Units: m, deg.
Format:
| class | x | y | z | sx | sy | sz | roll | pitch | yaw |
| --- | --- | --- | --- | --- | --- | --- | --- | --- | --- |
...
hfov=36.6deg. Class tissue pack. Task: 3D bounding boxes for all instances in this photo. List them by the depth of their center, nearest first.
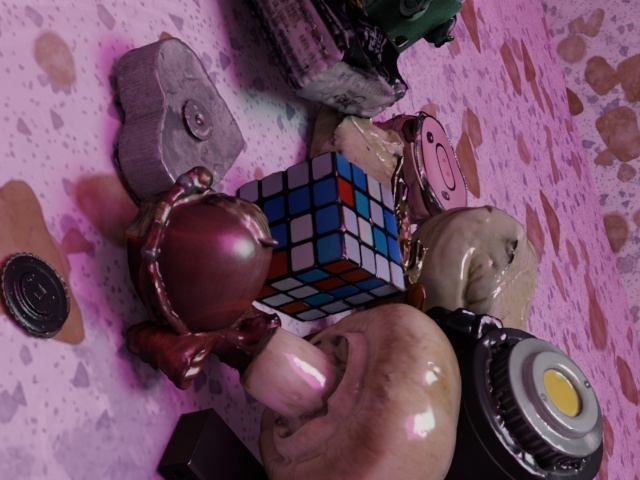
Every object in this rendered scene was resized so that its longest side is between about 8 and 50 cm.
| class | x | y | z | sx | sy | sz | roll | pitch | yaw |
| --- | --- | --- | --- | --- | --- | --- | --- | --- | --- |
| tissue pack | -0.010 | -0.339 | 1.369 | 0.245 | 0.123 | 0.332 | 3 | 57 | -59 |

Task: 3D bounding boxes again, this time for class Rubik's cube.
| class | x | y | z | sx | sy | sz | roll | pitch | yaw |
| --- | --- | --- | --- | --- | --- | --- | --- | --- | --- |
| Rubik's cube | 0.000 | 0.000 | 1.229 | 0.155 | 0.154 | 0.151 | 32 | 48 | -52 |

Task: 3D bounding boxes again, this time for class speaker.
| class | x | y | z | sx | sy | sz | roll | pitch | yaw |
| --- | --- | --- | --- | --- | --- | --- | --- | --- | --- |
| speaker | -0.086 | 0.283 | 1.036 | 0.218 | 0.044 | 0.082 | 56 | 33 | -28 |

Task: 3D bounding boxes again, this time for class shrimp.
| class | x | y | z | sx | sy | sz | roll | pitch | yaw |
| --- | --- | --- | --- | --- | --- | --- | --- | --- | --- |
| shrimp | 0.118 | 0.021 | 1.278 | 0.066 | 0.117 | 0.262 | 11 | 88 | -41 |

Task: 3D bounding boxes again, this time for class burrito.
| class | x | y | z | sx | sy | sz | roll | pitch | yaw |
| --- | --- | --- | --- | --- | --- | --- | --- | --- | --- |
| burrito | 0.048 | -0.079 | 1.416 | 0.175 | 0.107 | 0.348 | 26 | 45 | -27 |

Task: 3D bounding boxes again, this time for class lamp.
| class | x | y | z | sx | sy | sz | roll | pitch | yaw |
| --- | --- | --- | --- | --- | --- | --- | --- | --- | --- |
| lamp | -0.125 | 0.033 | 1.020 | 0.215 | 0.151 | 0.223 | -2 | 120 | -55 |
| lamp | 0.199 | 0.244 | 1.153 | 0.205 | 0.272 | 0.374 | 19 | 66 | -28 |

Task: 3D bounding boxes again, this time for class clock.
| class | x | y | z | sx | sy | sz | roll | pitch | yaw |
| --- | --- | --- | --- | --- | --- | --- | --- | --- | --- |
| clock | -0.261 | 0.049 | 0.887 | 0.083 | 0.010 | 0.074 | 55 | 33 | -30 |

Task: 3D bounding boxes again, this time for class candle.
| class | x | y | z | sx | sy | sz | roll | pitch | yaw |
| --- | --- | --- | --- | --- | --- | --- | --- | --- | --- |
| candle | -0.160 | -0.126 | 1.107 | 0.168 | 0.068 | 0.192 | 20 | 61 | -57 |

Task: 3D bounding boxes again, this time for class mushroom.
| class | x | y | z | sx | sy | sz | roll | pitch | yaw |
| --- | --- | --- | --- | --- | --- | --- | --- | --- | --- |
| mushroom | 0.023 | 0.169 | 1.035 | 0.234 | 0.260 | 0.254 | 39 | 80 | -24 |

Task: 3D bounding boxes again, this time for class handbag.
| class | x | y | z | sx | sy | sz | roll | pitch | yaw |
| --- | --- | --- | --- | --- | --- | --- | --- | --- | --- |
| handbag | 0.158 | -0.116 | 1.616 | 0.179 | 0.116 | 0.205 | -1 | 77 | -60 |

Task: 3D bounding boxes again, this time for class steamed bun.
| class | x | y | z | sx | sy | sz | roll | pitch | yaw |
| --- | --- | --- | --- | --- | --- | --- | --- | --- | --- |
| steamed bun | 0.198 | 0.096 | 1.459 | 0.275 | 0.206 | 0.320 | 8 | 102 | -62 |

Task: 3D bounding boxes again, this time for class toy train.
| class | x | y | z | sx | sy | sz | roll | pitch | yaw |
| --- | --- | --- | --- | --- | --- | --- | --- | --- | --- |
| toy train | 0.116 | -0.357 | 1.521 | 0.115 | 0.269 | 0.154 | 26 | 47 | -38 |

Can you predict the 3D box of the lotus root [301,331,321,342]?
| class | x | y | z | sx | sy | sz | roll | pitch | yaw |
| --- | --- | --- | --- | --- | --- | --- | --- | --- | --- |
| lotus root | 0.058 | 0.209 | 1.307 | 0.261 | 0.074 | 0.170 | 48 | 32 | -36 |
